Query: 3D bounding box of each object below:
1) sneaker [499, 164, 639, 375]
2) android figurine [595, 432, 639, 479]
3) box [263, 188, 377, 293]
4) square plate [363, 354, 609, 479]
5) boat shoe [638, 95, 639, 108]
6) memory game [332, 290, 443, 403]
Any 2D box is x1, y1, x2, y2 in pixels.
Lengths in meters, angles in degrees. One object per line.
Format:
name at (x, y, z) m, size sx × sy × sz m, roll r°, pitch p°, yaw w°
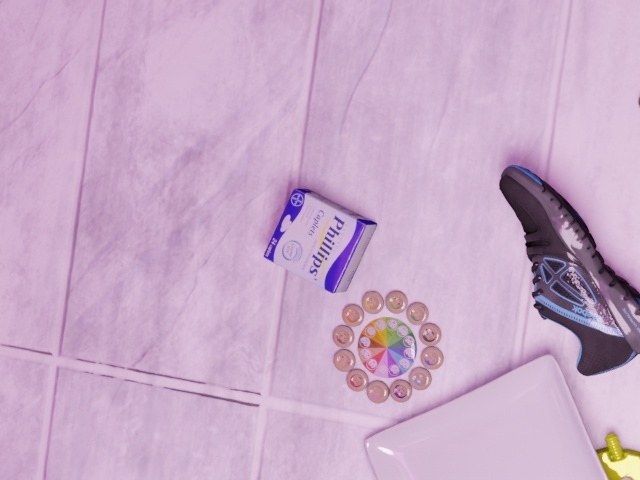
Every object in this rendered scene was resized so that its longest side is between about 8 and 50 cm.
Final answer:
sneaker at (0.354, 0.042, 1.584) m, size 0.140 × 0.125 × 0.340 m, roll -38°, pitch 77°, yaw 18°
android figurine at (0.446, 0.424, 1.586) m, size 0.248 × 0.056 × 0.272 m, roll -18°, pitch 86°, yaw 17°
box at (0.000, 0.000, 1.721) m, size 0.137 × 0.072 × 0.126 m, roll 27°, pitch 98°, yaw 15°
square plate at (0.272, 0.395, 1.606) m, size 0.347 × 0.049 × 0.344 m, roll -29°, pitch 70°, yaw 22°
boat shoe at (0.532, -0.172, 1.568) m, size 0.152 × 0.049 × 0.056 m, roll 40°, pitch 101°, yaw 14°
memory game at (0.106, 0.171, 1.717) m, size 0.186 × 0.012 × 0.186 m, roll 0°, pitch 90°, yaw 17°
